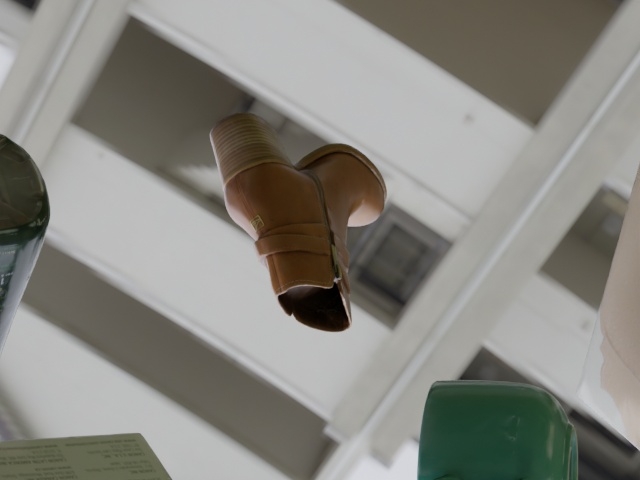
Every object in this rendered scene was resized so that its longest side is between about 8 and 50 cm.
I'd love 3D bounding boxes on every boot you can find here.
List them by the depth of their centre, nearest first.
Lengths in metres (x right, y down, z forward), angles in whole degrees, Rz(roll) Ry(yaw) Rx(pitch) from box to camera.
[{"bbox_3d":[0.000,0.000,1.299,0.197,0.073,0.152,18,-138,-49],"label":"boot"}]

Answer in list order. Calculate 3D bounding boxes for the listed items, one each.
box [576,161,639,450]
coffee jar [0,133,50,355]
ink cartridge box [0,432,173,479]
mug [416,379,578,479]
[{"bbox_3d":[0.245,-0.019,0.869,0.121,0.311,0.148,-17,-139,-34],"label":"box"},{"bbox_3d":[-0.190,0.037,0.827,0.096,0.184,0.079,-1,-136,-26],"label":"coffee jar"},{"bbox_3d":[-0.120,0.198,0.910,0.189,0.066,0.232,3,-139,-46],"label":"ink cartridge box"},{"bbox_3d":[0.121,0.169,1.194,0.097,0.129,0.157,1,-142,13],"label":"mug"}]
